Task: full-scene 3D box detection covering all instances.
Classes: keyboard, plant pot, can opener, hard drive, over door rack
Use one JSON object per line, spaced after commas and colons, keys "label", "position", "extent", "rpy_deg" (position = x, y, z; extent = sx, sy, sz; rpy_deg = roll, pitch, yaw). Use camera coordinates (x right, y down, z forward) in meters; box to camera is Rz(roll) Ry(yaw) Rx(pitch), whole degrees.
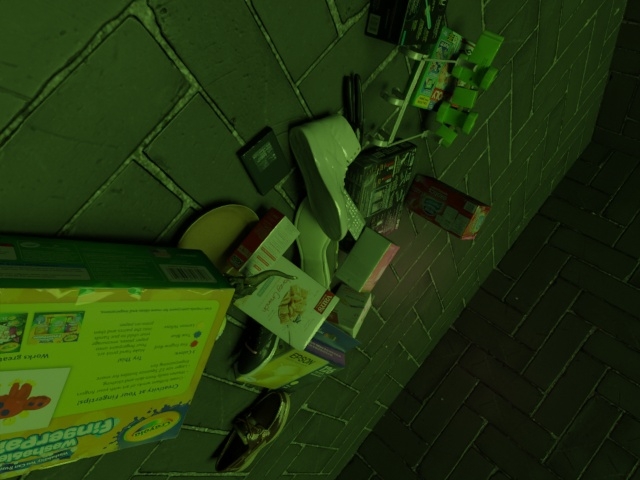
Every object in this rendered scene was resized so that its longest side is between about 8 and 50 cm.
{"label": "keyboard", "position": [0.052, -0.110, 1.178], "extent": [0.256, 0.014, 0.072], "rpy_deg": [54, 45, -35]}
{"label": "plant pot", "position": [-0.236, 0.019, 1.008], "extent": [0.236, 0.032, 0.237], "rpy_deg": [-32, 140, -31]}
{"label": "can opener", "position": [0.087, -0.317, 1.100], "extent": [0.059, 0.073, 0.186], "rpy_deg": [-23, 127, -28]}
{"label": "hard drive", "position": [-0.122, -0.173, 0.989], "extent": [0.094, 0.022, 0.135], "rpy_deg": [-45, 146, -15]}
{"label": "over door rack", "position": [0.255, -0.374, 1.169], "extent": [0.324, 0.108, 0.240], "rpy_deg": [-16, 136, -45]}

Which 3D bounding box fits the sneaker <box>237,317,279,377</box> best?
{"label": "sneaker", "position": [-0.173, 0.237, 1.230], "extent": [0.296, 0.104, 0.147], "rpy_deg": [-56, 143, -3]}

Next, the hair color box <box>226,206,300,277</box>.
{"label": "hair color box", "position": [-0.134, 0.014, 1.056], "extent": [0.167, 0.053, 0.093], "rpy_deg": [-51, 147, -8]}

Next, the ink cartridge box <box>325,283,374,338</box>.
{"label": "ink cartridge box", "position": [0.098, 0.222, 1.494], "extent": [0.198, 0.115, 0.067], "rpy_deg": [-57, 153, -39]}

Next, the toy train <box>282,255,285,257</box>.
{"label": "toy train", "position": [-0.103, 0.077, 1.233], "extent": [0.036, 0.027, 0.158], "rpy_deg": [-41, 145, -14]}

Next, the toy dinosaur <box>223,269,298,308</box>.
{"label": "toy dinosaur", "position": [-0.183, 0.099, 0.992], "extent": [0.118, 0.064, 0.268], "rpy_deg": [20, 147, -40]}

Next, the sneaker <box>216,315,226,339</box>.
{"label": "sneaker", "position": [-0.307, 0.199, 1.033], "extent": [0.208, 0.081, 0.094], "rpy_deg": [-15, 128, -45]}

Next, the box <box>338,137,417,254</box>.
{"label": "box", "position": [0.165, -0.131, 1.346], "extent": [0.242, 0.076, 0.308], "rpy_deg": [-27, 138, -36]}

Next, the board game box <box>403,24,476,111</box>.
{"label": "board game box", "position": [0.378, -0.493, 1.324], "extent": [0.317, 0.046, 0.214], "rpy_deg": [-9, 125, -48]}

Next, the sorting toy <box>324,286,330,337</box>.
{"label": "sorting toy", "position": [-0.031, 0.261, 1.448], "extent": [0.196, 0.047, 0.348], "rpy_deg": [-51, 150, -36]}

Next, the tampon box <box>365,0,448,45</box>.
{"label": "tampon box", "position": [0.201, -0.523, 1.017], "extent": [0.160, 0.101, 0.121], "rpy_deg": [-24, 137, -40]}

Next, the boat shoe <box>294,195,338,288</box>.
{"label": "boat shoe", "position": [-0.004, -0.001, 1.226], "extent": [0.091, 0.109, 0.305], "rpy_deg": [-53, 148, -53]}

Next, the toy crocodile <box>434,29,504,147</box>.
{"label": "toy crocodile", "position": [0.428, -0.431, 1.300], "extent": [0.105, 0.115, 0.341], "rpy_deg": [-40, 151, -56]}

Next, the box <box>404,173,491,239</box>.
{"label": "box", "position": [0.432, -0.118, 1.531], "extent": [0.122, 0.256, 0.128], "rpy_deg": [0, 119, -49]}

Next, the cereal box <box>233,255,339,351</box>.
{"label": "cereal box", "position": [-0.095, 0.147, 1.139], "extent": [0.173, 0.240, 0.047], "rpy_deg": [-54, -173, -4]}

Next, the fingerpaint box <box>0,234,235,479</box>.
{"label": "fingerpaint box", "position": [-0.425, 0.193, 0.761], "extent": [0.444, 0.163, 0.372], "rpy_deg": [6, 114, -45]}

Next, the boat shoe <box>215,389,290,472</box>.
{"label": "boat shoe", "position": [-0.234, 0.642, 1.492], "extent": [0.342, 0.123, 0.123], "rpy_deg": [-51, 149, 5]}

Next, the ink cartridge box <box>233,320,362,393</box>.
{"label": "ink cartridge box", "position": [-0.055, 0.372, 1.375], "extent": [0.307, 0.072, 0.303], "rpy_deg": [-29, 143, 17]}

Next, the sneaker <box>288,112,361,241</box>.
{"label": "sneaker", "position": [0.046, -0.158, 1.076], "extent": [0.169, 0.108, 0.293], "rpy_deg": [-33, 117, -34]}

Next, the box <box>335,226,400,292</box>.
{"label": "box", "position": [0.142, 0.060, 1.313], "extent": [0.171, 0.091, 0.130], "rpy_deg": [-58, 158, 7]}
